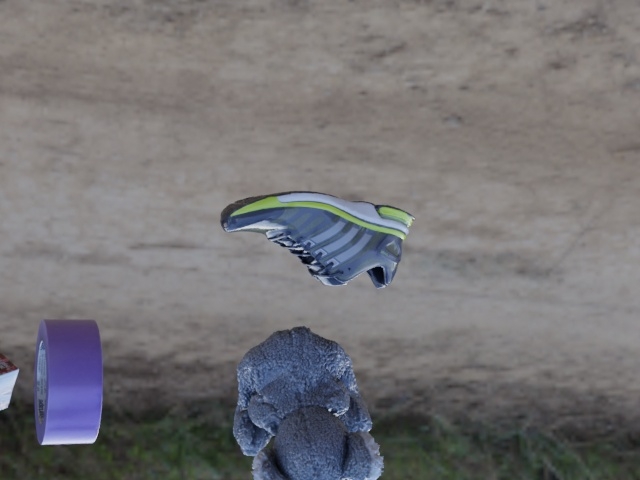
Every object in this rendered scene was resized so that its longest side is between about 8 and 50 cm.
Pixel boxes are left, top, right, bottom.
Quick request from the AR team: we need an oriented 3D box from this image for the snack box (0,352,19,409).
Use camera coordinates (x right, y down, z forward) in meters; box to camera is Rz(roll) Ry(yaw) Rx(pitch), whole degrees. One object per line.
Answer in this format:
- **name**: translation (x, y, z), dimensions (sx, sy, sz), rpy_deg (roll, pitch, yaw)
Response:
- **snack box**: translation (-0.495, 0.141, 1.404), dimensions (0.174, 0.207, 0.070), rpy_deg (-17, 135, -52)

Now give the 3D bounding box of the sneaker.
- **sneaker**: translation (0.000, 0.000, 1.639), dimensions (0.300, 0.121, 0.111), rpy_deg (7, 174, -29)

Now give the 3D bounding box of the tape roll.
- **tape roll**: translation (-0.383, 0.213, 1.789), dimensions (0.080, 0.189, 0.189), rpy_deg (3, 156, -20)

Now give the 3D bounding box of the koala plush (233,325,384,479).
- **koala plush**: translation (-0.021, 0.252, 1.585), dimensions (0.196, 0.221, 0.203), rpy_deg (-8, 131, -4)
